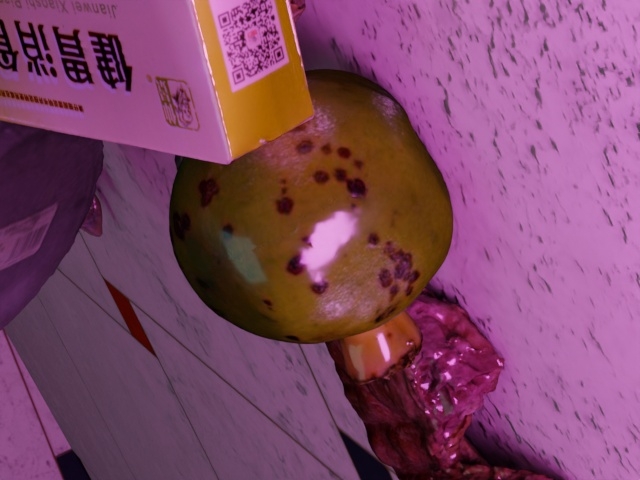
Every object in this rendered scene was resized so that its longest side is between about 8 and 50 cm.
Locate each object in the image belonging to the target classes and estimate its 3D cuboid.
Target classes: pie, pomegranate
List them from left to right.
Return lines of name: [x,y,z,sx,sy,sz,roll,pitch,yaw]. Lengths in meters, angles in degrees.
pomegranate: [-0.003,0.000,0.890,0.122,0.143,0.169,-41,-66,-77]
pie: [0.079,0.117,1.032,0.218,0.054,0.204,61,164,-17]

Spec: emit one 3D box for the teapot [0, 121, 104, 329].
teapot: [-0.365,-0.107,1.422,0.362,0.376,0.305,37,123,16]

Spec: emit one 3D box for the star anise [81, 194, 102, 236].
star anise: [-0.280,-0.081,1.689,0.197,0.073,0.212,37,164,34]

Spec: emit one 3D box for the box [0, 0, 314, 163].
box: [-0.126,-0.143,0.863,0.260,0.062,0.175,13,125,45]

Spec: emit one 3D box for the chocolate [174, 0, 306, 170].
chocolate: [-0.051,-0.105,0.987,0.329,0.065,0.102,115,142,-72]
